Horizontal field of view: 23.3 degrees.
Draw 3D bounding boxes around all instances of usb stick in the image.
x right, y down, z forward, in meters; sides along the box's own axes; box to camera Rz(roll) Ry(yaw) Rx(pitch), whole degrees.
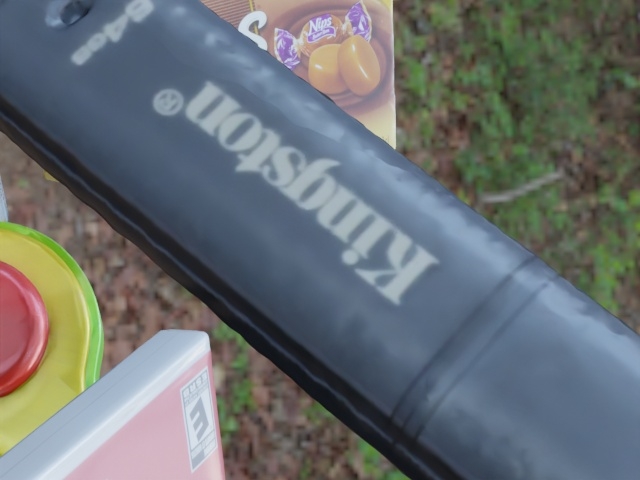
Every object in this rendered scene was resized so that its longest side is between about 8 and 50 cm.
[{"bbox_3d":[0.000,0.000,0.471,0.077,0.278,0.045,-48,162,-11],"label":"usb stick"}]

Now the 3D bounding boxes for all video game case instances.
[{"bbox_3d":[-0.079,0.201,0.579,0.204,0.025,0.285,-41,129,-61],"label":"video game case"}]

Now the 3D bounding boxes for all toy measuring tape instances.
[{"bbox_3d":[-0.106,0.068,0.775,0.121,0.330,0.121,-162,-90,-89],"label":"toy measuring tape"}]

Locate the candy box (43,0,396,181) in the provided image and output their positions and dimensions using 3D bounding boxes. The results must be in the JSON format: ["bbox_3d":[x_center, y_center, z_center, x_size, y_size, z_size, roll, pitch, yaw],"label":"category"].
[{"bbox_3d":[-0.049,-0.091,0.775,0.186,0.053,0.109,-9,102,-38],"label":"candy box"}]

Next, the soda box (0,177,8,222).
[{"bbox_3d":[-0.271,-0.009,0.879,0.058,0.183,0.063,-104,-172,-49],"label":"soda box"}]
